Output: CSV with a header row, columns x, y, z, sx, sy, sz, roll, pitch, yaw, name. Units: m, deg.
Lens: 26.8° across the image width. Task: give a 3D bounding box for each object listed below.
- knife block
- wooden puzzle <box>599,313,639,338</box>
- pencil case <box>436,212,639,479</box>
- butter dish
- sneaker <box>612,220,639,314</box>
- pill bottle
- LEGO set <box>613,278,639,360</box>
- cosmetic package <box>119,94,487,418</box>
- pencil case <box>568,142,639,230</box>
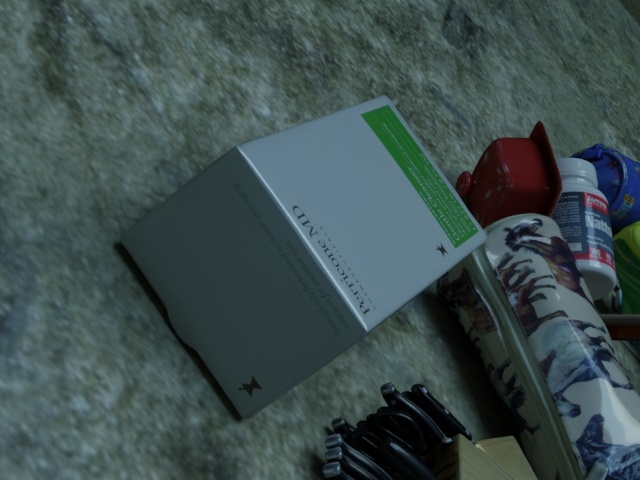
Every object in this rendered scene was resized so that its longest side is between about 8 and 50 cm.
x,y,z,sx,sy,sz,roll,pitch,yaw,name
0.122,0.261,1.209,0.242,0.088,0.276,3,54,-57,knife block
0.419,0.115,1.772,0.221,0.238,0.044,8,87,-55,wooden puzzle
0.266,0.166,1.481,0.183,0.160,0.410,33,30,-58,pencil case
0.237,-0.065,1.774,0.118,0.160,0.160,9,39,-12,butter dish
0.516,0.107,1.973,0.109,0.123,0.295,-34,95,-41,sneaker
0.338,-0.016,1.811,0.108,0.108,0.180,29,50,-40,pill bottle
0.544,0.164,2.061,0.244,0.060,0.182,47,30,-12,LEGO set
0.000,0.000,1.262,0.197,0.155,0.365,55,25,2,cosmetic package
0.499,-0.083,2.218,0.306,0.119,0.133,7,80,-56,pencil case
